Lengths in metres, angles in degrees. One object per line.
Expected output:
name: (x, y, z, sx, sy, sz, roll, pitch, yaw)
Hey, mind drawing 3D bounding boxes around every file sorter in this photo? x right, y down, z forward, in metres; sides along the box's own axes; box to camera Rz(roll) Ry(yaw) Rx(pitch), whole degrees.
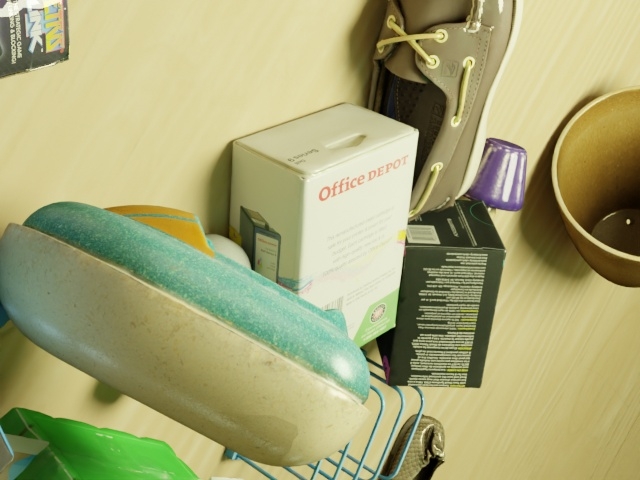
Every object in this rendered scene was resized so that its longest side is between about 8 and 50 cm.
file sorter: (0.011, 0.183, 1.102, 0.170, 0.104, 0.118, 8, 105, -54)

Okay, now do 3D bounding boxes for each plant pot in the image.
plant pot: (0.419, -0.037, 1.412, 0.237, 0.237, 0.254, -54, 159, -13)

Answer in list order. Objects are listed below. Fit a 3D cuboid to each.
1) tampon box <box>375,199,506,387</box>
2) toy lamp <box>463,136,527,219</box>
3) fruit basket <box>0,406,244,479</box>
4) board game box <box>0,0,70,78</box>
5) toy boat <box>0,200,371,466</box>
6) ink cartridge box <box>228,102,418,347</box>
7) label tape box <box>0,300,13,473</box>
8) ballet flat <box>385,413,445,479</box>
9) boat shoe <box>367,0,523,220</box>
tampon box: (0.116, 0.052, 1.111, 0.101, 0.120, 0.161, 3, 116, -7)
toy lamp: (0.164, 0.020, 1.221, 0.080, 0.080, 0.274, -5, 118, -52)
fruit basket: (-0.230, 0.312, 0.821, 0.353, 0.165, 0.327, -58, 146, -1)
board game box: (-0.230, -0.115, 0.527, 0.141, 0.170, 0.048, -27, 131, -42)
toy boat: (-0.092, 0.049, 0.783, 0.148, 0.267, 0.318, -62, -175, -10)
ink cartridge box: (0.000, 0.000, 0.975, 0.154, 0.093, 0.212, -26, 133, -42)
label tape box: (-0.264, 0.052, 0.539, 0.333, 0.106, 0.240, -52, 138, -45)
ballet flat: (0.097, 0.337, 1.357, 0.084, 0.058, 0.249, 16, 99, -55)
boat shoe: (0.099, -0.159, 0.985, 0.097, 0.117, 0.324, -33, 142, -41)
